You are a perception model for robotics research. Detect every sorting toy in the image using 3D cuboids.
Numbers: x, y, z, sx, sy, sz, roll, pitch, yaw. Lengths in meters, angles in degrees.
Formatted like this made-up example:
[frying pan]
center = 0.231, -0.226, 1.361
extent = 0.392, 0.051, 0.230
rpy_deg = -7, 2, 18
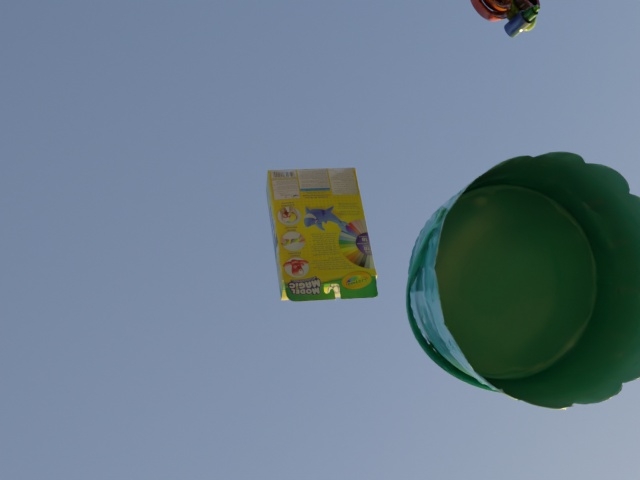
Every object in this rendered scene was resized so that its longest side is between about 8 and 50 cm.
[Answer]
[sorting toy]
center = 0.200, -0.244, 1.138
extent = 0.102, 0.042, 0.061
rpy_deg = -3, -115, -43

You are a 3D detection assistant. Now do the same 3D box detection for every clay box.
[clay box]
center = 0.000, 0.000, 1.512
extent = 0.128, 0.222, 0.053
rpy_deg = -2, -36, -9

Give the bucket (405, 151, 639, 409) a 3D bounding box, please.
[bucket]
center = 0.231, 0.046, 1.232
extent = 0.281, 0.183, 0.281
rpy_deg = 1, -94, -9
